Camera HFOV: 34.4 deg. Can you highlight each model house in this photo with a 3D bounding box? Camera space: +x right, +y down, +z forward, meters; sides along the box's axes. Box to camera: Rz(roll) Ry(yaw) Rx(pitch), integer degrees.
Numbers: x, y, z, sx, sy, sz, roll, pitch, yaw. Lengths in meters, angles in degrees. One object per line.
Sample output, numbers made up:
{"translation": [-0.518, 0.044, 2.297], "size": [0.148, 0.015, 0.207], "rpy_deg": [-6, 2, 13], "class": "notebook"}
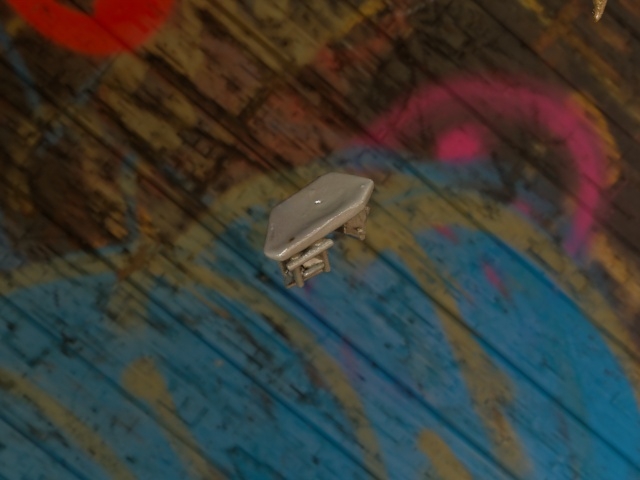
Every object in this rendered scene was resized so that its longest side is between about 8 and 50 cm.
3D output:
{"translation": [-0.005, -0.007, 1.796], "size": [0.229, 0.122, 0.188], "rpy_deg": [-35, -33, -17], "class": "model house"}

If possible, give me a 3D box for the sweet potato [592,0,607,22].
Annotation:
{"translation": [0.487, -0.493, 1.784], "size": [0.068, 0.068, 0.226], "rpy_deg": [-68, -12, -70], "class": "sweet potato"}
